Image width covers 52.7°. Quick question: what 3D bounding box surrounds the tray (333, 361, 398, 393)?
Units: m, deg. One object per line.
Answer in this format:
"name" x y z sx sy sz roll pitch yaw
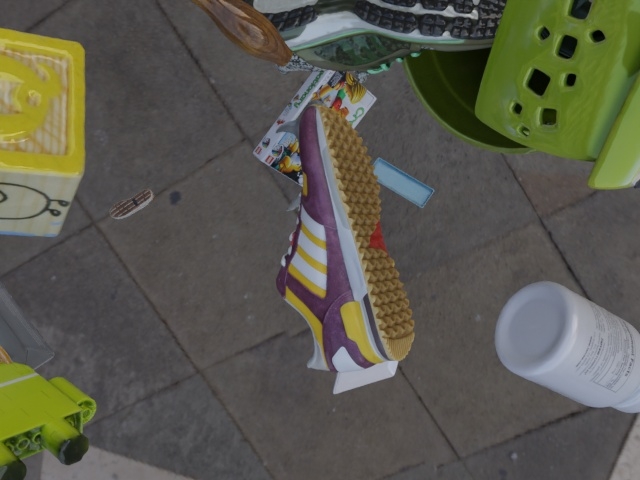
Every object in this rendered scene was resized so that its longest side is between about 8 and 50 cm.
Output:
"tray" 0.137 0.349 1.870 0.030 0.271 0.145 25 110 42

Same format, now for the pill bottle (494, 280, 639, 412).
"pill bottle" 0.361 0.154 0.881 0.229 0.131 0.131 26 113 -27

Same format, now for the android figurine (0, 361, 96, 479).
"android figurine" -0.442 0.241 0.873 0.273 0.248 0.056 17 110 35

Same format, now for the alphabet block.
"alphabet block" -0.405 -0.129 0.801 0.197 0.193 0.193 -39 56 55

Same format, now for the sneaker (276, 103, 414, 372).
"sneaker" 0.000 0.000 0.448 0.084 0.070 0.185 -18 81 29

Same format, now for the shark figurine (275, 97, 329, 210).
"shark figurine" -0.045 -0.219 1.480 0.116 0.166 0.278 0 128 -8

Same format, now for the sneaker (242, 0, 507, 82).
"sneaker" 0.081 -0.312 0.956 0.411 0.182 0.157 7 71 18

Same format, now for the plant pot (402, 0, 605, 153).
"plant pot" 0.369 -0.363 1.016 0.367 0.353 0.366 22 127 33

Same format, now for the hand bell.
"hand bell" -0.118 -0.230 0.579 0.242 0.126 0.126 30 115 -35

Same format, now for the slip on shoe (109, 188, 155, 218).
"slip on shoe" -0.533 -0.101 1.840 0.135 0.041 0.051 -32 75 0

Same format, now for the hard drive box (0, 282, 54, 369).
"hard drive box" -0.597 0.191 1.077 0.232 0.089 0.181 -34 94 17

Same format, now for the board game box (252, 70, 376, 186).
"board game box" -0.012 -0.295 1.650 0.305 0.193 0.053 -52 49 9

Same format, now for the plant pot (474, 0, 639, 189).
"plant pot" 0.334 -0.188 0.675 0.227 0.207 0.228 -14 137 -25

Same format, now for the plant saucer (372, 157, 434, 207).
"plant saucer" 0.230 -0.166 1.867 0.192 0.018 0.067 32 77 14
